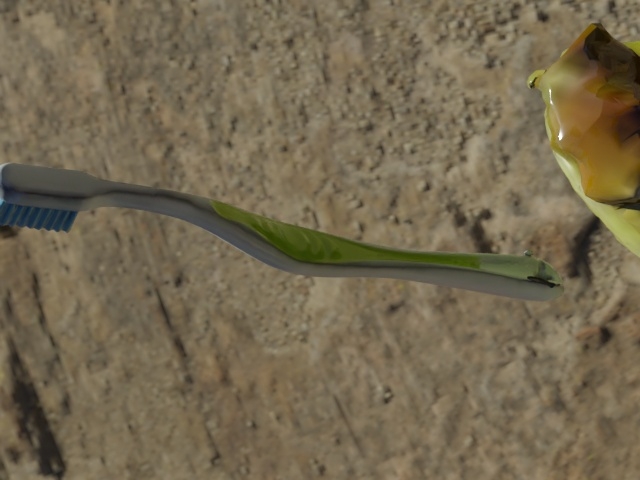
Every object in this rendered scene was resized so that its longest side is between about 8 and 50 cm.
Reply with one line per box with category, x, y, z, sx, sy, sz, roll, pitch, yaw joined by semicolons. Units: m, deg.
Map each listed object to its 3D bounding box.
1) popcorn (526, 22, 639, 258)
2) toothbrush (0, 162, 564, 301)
popcorn;0.275;-0.077;0.573;0.290;0.321;0.326;41;175;-29
toothbrush;0.000;0.000;0.495;0.026;0.263;0.022;-53;43;36
